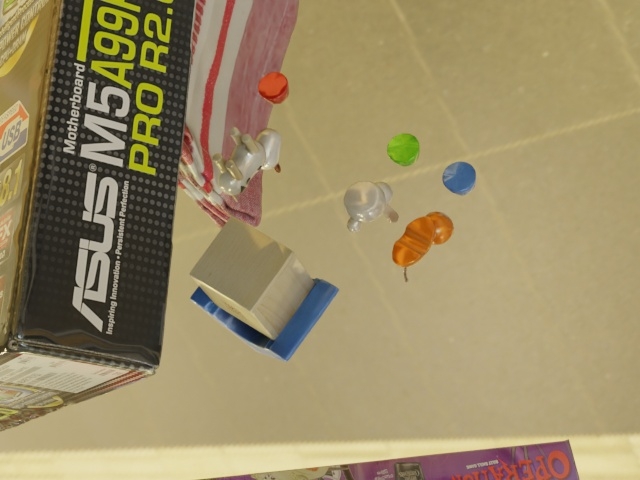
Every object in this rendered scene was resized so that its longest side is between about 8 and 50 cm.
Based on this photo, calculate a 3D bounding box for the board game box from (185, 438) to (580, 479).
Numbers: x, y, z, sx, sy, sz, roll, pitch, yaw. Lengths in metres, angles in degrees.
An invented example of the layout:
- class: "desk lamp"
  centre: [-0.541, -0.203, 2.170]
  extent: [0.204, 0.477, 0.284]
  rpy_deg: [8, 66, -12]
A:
- class: "board game box"
  centre: [0.005, 0.216, 1.085]
  extent: [0.208, 0.347, 0.056]
  rpy_deg: [-47, 51, 52]

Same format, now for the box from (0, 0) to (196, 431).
- class: "box"
  centre: [-0.144, -0.027, 0.636]
  extent: [0.270, 0.060, 0.216]
  rpy_deg: [-23, 58, 56]

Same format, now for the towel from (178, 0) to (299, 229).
- class: "towel"
  centre: [-0.090, -0.172, 0.938]
  extent: [0.037, 0.237, 0.329]
  rpy_deg: [2, 160, 19]

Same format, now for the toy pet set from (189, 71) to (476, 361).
- class: "toy pet set"
  centre: [0.000, 0.000, 0.656]
  extent: [0.122, 0.114, 0.065]
  rpy_deg: [30, 167, 27]
